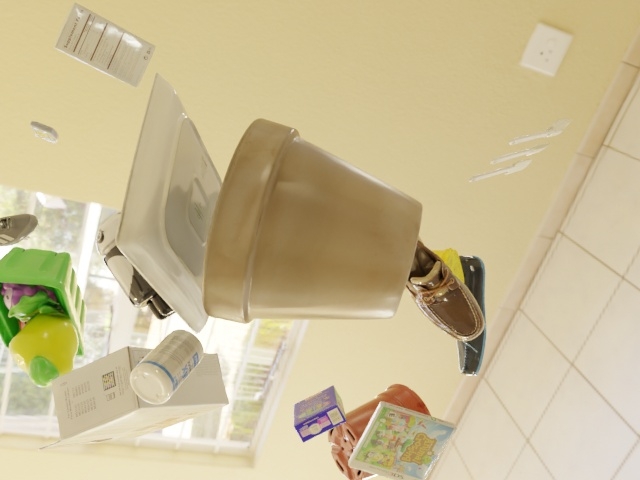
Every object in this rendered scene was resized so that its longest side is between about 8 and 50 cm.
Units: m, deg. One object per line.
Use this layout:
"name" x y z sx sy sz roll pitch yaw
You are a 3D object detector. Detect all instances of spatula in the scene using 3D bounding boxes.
"spatula" 0.426 -0.190 1.211 0.019 0.242 0.168 59 138 17

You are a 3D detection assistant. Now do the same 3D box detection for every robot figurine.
"robot figurine" -0.422 0.054 1.378 0.209 0.278 0.173 -35 -3 20

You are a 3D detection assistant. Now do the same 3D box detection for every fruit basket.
"fruit basket" -0.822 0.252 1.641 0.392 0.283 0.391 -173 90 -87

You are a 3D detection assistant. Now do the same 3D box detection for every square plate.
"square plate" -0.238 -0.055 1.012 0.347 0.049 0.344 74 -165 -58

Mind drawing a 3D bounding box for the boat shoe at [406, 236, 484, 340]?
"boat shoe" 0.247 0.091 1.310 0.123 0.342 0.123 -36 -10 11

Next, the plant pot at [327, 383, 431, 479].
"plant pot" 0.186 0.637 1.844 0.272 0.265 0.272 23 119 52

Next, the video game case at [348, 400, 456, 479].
"video game case" 0.194 0.494 1.367 0.023 0.193 0.212 -85 16 -64

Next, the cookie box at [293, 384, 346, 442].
"cookie box" -0.003 0.327 1.081 0.040 0.092 0.107 63 -179 -6

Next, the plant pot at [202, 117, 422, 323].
"plant pot" 0.000 0.000 0.896 0.323 0.281 0.323 15 -90 -86

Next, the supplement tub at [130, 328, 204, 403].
"supplement tub" -0.235 0.193 0.875 0.071 0.071 0.107 -66 -8 31

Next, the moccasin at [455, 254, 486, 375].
"moccasin" 0.397 0.212 1.623 0.137 0.117 0.341 107 168 -68

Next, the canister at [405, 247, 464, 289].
"canister" 0.297 0.084 1.571 0.170 0.073 0.126 0 118 40

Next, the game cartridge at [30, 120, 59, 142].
"game cartridge" -0.652 -0.256 1.349 0.083 0.056 0.017 152 133 -71

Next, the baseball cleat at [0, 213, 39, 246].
"baseball cleat" -0.767 -0.023 1.310 0.109 0.206 0.072 70 177 -62

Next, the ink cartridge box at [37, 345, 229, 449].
"ink cartridge box" -0.403 0.341 1.230 0.272 0.309 0.130 -25 68 16

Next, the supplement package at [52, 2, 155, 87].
"supplement package" -0.472 -0.423 1.240 0.105 0.179 0.105 -63 32 6
